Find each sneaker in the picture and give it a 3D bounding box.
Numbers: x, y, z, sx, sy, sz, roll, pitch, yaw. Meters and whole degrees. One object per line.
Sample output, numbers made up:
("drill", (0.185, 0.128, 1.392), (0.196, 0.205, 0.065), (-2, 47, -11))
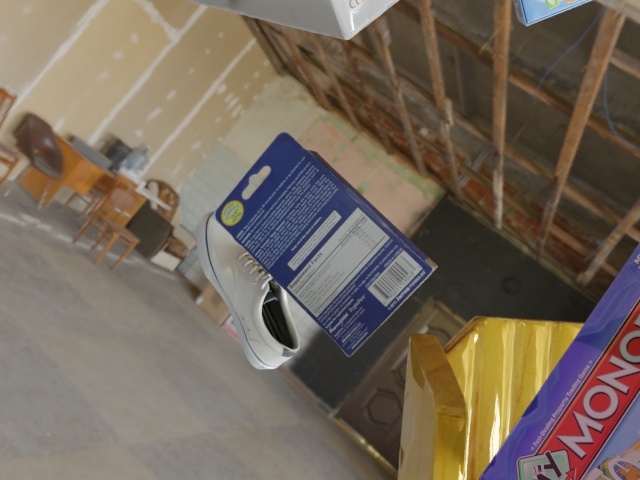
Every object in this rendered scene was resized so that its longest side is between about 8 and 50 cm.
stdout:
("sneaker", (-0.100, 0.065, 0.965), (0.094, 0.091, 0.258), (-24, 87, -52))

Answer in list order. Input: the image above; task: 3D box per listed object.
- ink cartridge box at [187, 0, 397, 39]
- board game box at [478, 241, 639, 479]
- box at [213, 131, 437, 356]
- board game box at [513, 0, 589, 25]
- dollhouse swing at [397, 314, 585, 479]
("ink cartridge box", (-0.093, -0.277, 0.407), (0.296, 0.066, 0.261), (33, -21, 47))
("board game box", (0.270, 0.091, 0.407), (0.046, 0.317, 0.213), (37, -3, -33))
("box", (0.000, 0.000, 0.705), (0.225, 0.136, 0.036), (45, 15, 10))
("board game box", (0.229, -0.321, 0.557), (0.039, 0.160, 0.211), (-88, 157, -63))
("dollhouse swing", (0.260, 0.235, 0.488), (0.347, 0.314, 0.305), (5, -2, -5))
